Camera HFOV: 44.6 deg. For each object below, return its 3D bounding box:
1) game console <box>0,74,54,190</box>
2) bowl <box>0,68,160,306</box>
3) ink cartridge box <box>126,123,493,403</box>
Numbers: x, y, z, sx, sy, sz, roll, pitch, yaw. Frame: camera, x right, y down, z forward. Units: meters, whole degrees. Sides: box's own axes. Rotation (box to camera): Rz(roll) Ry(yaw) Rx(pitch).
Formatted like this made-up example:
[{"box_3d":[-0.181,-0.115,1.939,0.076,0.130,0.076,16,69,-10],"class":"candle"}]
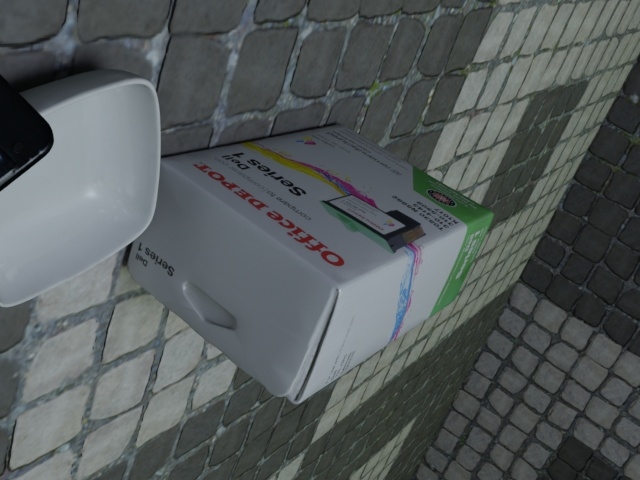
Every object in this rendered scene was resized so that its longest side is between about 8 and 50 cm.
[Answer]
[{"box_3d":[-0.218,-0.060,0.364,0.144,0.124,0.085,-45,-179,-23],"class":"game console"},{"box_3d":[-0.173,-0.042,0.509,0.142,0.053,0.142,-34,149,-40],"class":"bowl"},{"box_3d":[0.000,0.000,0.710,0.278,0.201,0.117,-21,139,-52],"class":"ink cartridge box"}]
